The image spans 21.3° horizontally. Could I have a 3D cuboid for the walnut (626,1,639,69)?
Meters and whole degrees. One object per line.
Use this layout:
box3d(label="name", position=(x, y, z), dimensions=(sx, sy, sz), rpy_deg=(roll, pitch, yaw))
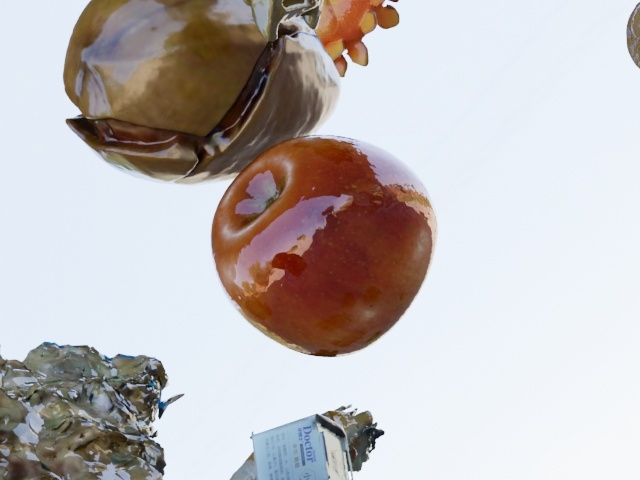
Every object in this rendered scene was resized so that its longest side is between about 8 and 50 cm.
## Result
box3d(label="walnut", position=(0.424, -0.244, 2.057), dimensions=(0.105, 0.124, 0.105), rpy_deg=(-31, -26, -17))

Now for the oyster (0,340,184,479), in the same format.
box3d(label="oyster", position=(-0.163, 0.104, 0.874), dimensions=(0.259, 0.198, 0.092), rpy_deg=(6, -69, -60))

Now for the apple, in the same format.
box3d(label="apple", position=(0.000, 0.000, 1.213), dimensions=(0.139, 0.163, 0.163), rpy_deg=(29, -58, -24))

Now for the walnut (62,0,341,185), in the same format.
box3d(label="walnut", position=(-0.093, -0.155, 1.587), dimensions=(0.336, 0.209, 0.209), rpy_deg=(-13, -29, -53))

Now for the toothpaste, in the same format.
box3d(label="toothpaste", position=(-0.004, 0.325, 1.646), dimensions=(0.089, 0.313, 0.071), rpy_deg=(-22, -31, 22))

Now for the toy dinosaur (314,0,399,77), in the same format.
box3d(label="toy dinosaur", position=(0.024, -0.249, 1.929), dimensions=(0.288, 0.117, 0.070), rpy_deg=(-46, -30, 24))

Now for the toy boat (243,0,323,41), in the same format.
box3d(label="toy boat", position=(0.034, -0.358, 1.308), dimensions=(0.136, 0.162, 0.445), rpy_deg=(-28, -32, -51))

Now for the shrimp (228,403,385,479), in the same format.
box3d(label="shrimp", position=(-0.037, 0.328, 1.933), dimensions=(0.185, 0.287, 0.068), rpy_deg=(5, 6, -31))
